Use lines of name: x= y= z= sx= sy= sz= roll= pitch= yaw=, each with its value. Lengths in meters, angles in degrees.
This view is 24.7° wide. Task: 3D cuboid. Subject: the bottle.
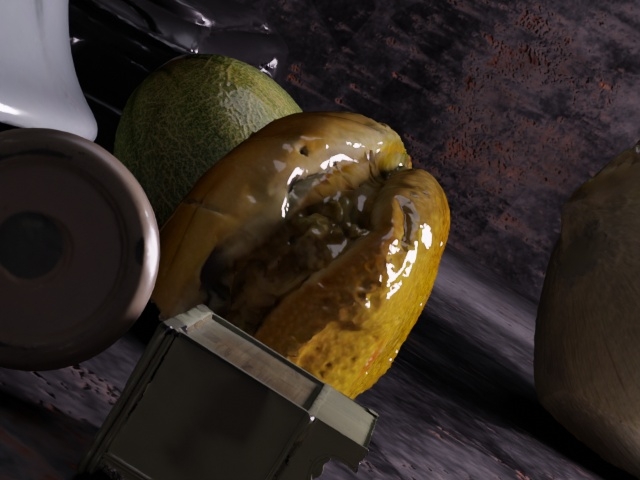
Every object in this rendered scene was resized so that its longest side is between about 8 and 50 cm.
bottle: x=-0.112 y=0.005 z=0.597 sx=0.099 sy=0.099 sz=0.152 roll=30 pitch=-3 yaw=-6

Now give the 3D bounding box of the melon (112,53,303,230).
melon: x=-0.068 y=-0.071 z=0.972 sx=0.128 sy=0.160 sz=0.079 roll=63 pitch=-26 yaw=3

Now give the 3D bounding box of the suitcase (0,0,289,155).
suitcase: x=-0.218 y=-0.168 z=1.163 sx=0.345 sy=0.188 sz=0.339 roll=33 pitch=11 yaw=6

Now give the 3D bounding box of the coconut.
coconut: x=0.352 y=0.064 z=1.232 sx=0.360 sy=0.346 sz=0.346 roll=30 pitch=6 yaw=-25

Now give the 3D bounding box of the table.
table: x=-0.031 y=0.073 z=0.530 sx=0.083 sy=0.062 sz=0.079 roll=31 pitch=5 yaw=3

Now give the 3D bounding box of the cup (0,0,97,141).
cup: x=-0.243 y=-0.167 z=0.628 sx=0.347 sy=0.163 sz=0.347 roll=17 pitch=3 yaw=-1

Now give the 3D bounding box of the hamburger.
hamburger: x=0.000 y=0.000 z=0.856 sx=0.144 sy=0.156 sz=0.283 roll=31 pitch=8 yaw=9
